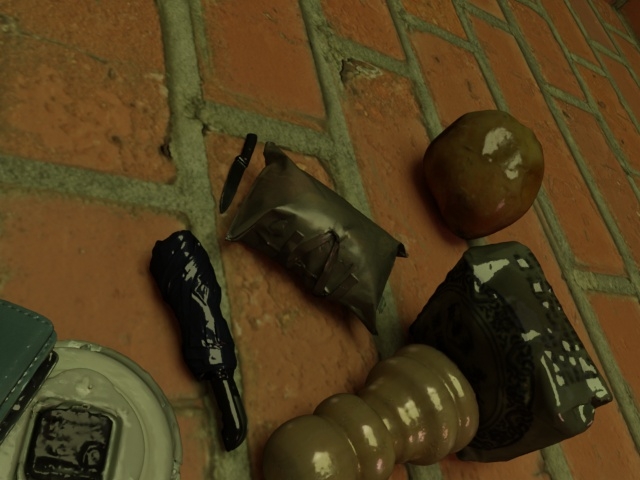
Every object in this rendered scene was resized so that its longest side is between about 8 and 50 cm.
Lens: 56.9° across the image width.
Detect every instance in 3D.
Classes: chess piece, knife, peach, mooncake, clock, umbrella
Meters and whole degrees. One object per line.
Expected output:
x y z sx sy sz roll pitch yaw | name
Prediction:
0.049 0.223 0.683 0.260 0.143 0.143 -15 71 -37 | chess piece
-0.119 -0.101 0.853 0.023 0.010 0.170 30 47 -19 | knife
0.289 -0.114 1.073 0.214 0.214 0.236 29 64 -20 | peach
0.220 0.156 0.778 0.136 0.250 0.255 -7 60 -21 | mooncake
-0.226 0.191 0.525 0.236 0.053 0.237 20 51 -26 | clock
-0.126 0.107 0.665 0.070 0.071 0.248 -13 73 -44 | umbrella

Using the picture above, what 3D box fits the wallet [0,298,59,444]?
-0.354 0.088 0.452 0.250 0.075 0.176 25 46 -5 | wallet

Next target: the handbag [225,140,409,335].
0.000 0.000 0.806 0.270 0.117 0.183 37 52 -13 | handbag
